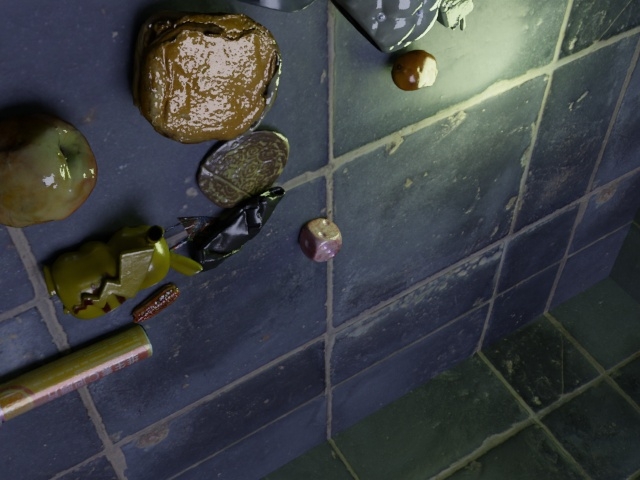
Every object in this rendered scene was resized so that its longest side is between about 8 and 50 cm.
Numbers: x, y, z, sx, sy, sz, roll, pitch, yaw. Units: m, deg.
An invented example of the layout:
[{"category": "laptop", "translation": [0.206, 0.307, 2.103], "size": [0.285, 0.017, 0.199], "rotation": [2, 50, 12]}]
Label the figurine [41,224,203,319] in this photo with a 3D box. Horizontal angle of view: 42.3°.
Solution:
[{"category": "figurine", "translation": [-0.463, 0.060, 1.899], "size": [0.327, 0.169, 0.218], "rotation": [-32, 151, -10]}]

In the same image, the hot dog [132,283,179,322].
[{"category": "hot dog", "translation": [-0.434, 0.169, 2.178], "size": [0.144, 0.038, 0.062], "rotation": [-36, 147, -4]}]

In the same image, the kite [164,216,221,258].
[{"category": "kite", "translation": [-0.318, -0.012, 2.101], "size": [0.160, 0.010, 0.183], "rotation": [-33, 147, -8]}]

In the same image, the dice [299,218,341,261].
[{"category": "dice", "translation": [0.000, 0.000, 2.348], "size": [0.091, 0.094, 0.093], "rotation": [-17, 142, -32]}]

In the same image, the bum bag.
[{"category": "bum bag", "translation": [-0.212, -0.020, 2.111], "size": [0.326, 0.079, 0.142], "rotation": [-44, 168, 8]}]

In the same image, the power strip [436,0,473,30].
[{"category": "power strip", "translation": [0.306, -0.599, 1.967], "size": [0.093, 0.053, 0.288], "rotation": [-38, 147, -4]}]

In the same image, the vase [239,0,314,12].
[{"category": "vase", "translation": [-0.115, -0.583, 1.513], "size": [0.251, 0.156, 0.300], "rotation": [-1, 130, -9]}]

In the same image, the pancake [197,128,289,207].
[{"category": "pancake", "translation": [-0.181, -0.177, 2.017], "size": [0.250, 0.031, 0.250], "rotation": [-25, 145, -19]}]

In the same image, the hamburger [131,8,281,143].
[{"category": "hamburger", "translation": [-0.224, -0.335, 1.649], "size": [0.319, 0.158, 0.318], "rotation": [-17, 139, -15]}]

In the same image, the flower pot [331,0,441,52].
[{"category": "flower pot", "translation": [0.139, -0.524, 1.729], "size": [0.195, 0.246, 0.246], "rotation": [-45, 147, 8]}]

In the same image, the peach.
[{"category": "peach", "translation": [-0.555, -0.128, 1.578], "size": [0.236, 0.214, 0.214], "rotation": [-30, 150, 18]}]

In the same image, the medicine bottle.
[{"category": "medicine bottle", "translation": [-0.643, 0.338, 2.122], "size": [0.426, 0.108, 0.108], "rotation": [-24, 144, -25]}]

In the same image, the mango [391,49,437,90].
[{"category": "mango", "translation": [0.237, -0.431, 2.082], "size": [0.159, 0.084, 0.105], "rotation": [-24, 133, -57]}]
